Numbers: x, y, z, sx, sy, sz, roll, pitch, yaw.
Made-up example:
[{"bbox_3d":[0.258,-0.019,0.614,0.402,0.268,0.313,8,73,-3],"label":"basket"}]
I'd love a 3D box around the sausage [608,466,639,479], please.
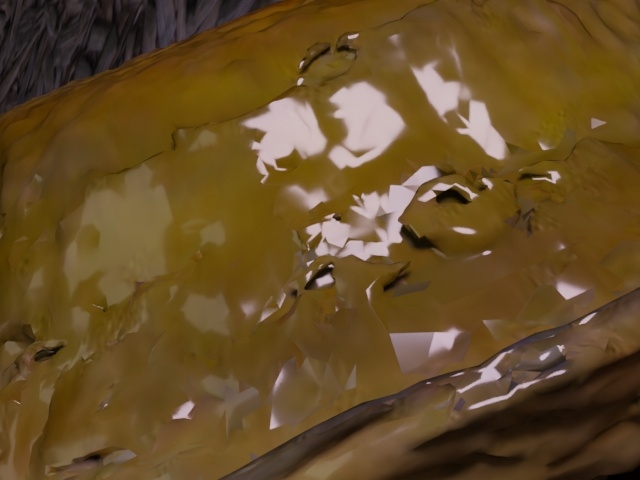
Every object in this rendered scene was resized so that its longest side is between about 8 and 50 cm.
[{"bbox_3d":[0.203,0.074,0.563,0.094,0.097,0.348,61,157,-8],"label":"sausage"}]

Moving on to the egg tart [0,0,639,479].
[{"bbox_3d":[0.000,0.000,0.705,0.178,0.443,0.443,67,159,-7],"label":"egg tart"}]
